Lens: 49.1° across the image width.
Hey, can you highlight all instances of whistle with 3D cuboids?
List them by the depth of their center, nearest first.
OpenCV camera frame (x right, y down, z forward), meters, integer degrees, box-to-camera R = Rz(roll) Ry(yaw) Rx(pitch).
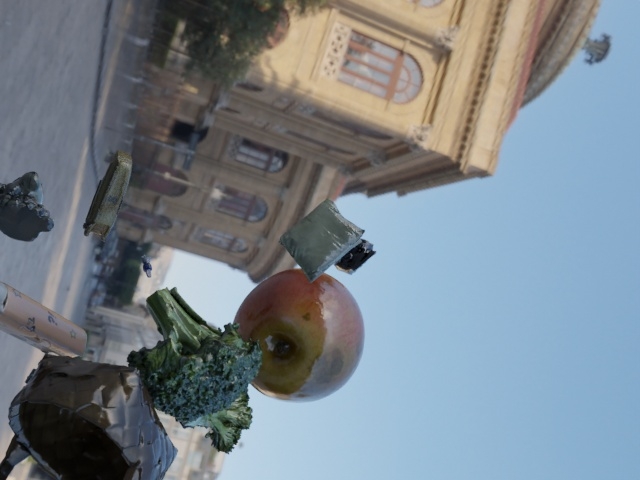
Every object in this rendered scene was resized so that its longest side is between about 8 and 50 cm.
[{"bbox_3d":[-0.532,0.080,2.157,0.029,0.033,0.083,-55,-136,42],"label":"whistle"}]

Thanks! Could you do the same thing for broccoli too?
[{"bbox_3d":[-0.308,0.275,1.553,0.249,0.302,0.375,-65,158,12],"label":"broccoli"},{"bbox_3d":[-0.368,0.523,2.252,0.361,0.221,0.252,64,20,-54],"label":"broccoli"}]

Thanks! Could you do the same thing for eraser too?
[{"bbox_3d":[-0.657,0.164,1.515,0.171,0.290,0.087,6,-116,29],"label":"eraser"}]

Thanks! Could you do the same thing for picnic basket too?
[{"bbox_3d":[-0.444,0.408,1.248,0.337,0.293,0.337,5,90,-69],"label":"picnic basket"}]

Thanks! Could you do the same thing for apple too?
[{"bbox_3d":[-0.061,0.258,1.846,0.364,0.364,0.364,-162,-90,-74],"label":"apple"}]

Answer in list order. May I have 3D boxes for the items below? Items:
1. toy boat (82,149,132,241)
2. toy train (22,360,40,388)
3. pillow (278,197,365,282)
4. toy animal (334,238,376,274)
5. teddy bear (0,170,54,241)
[{"bbox_3d":[-0.521,-0.112,1.721,0.088,0.068,0.226,12,-97,57],"label":"toy boat"},{"bbox_3d":[-0.710,0.404,1.892,0.091,0.136,0.227,-63,162,-21],"label":"toy train"},{"bbox_3d":[0.000,0.000,1.616,0.181,0.134,0.078,-41,179,-24],"label":"pillow"},{"bbox_3d":[0.082,0.025,2.304,0.138,0.179,0.166,-54,178,-41],"label":"toy animal"},{"bbox_3d":[-0.851,-0.120,1.965,0.144,0.171,0.251,-57,-139,25],"label":"teddy bear"}]
